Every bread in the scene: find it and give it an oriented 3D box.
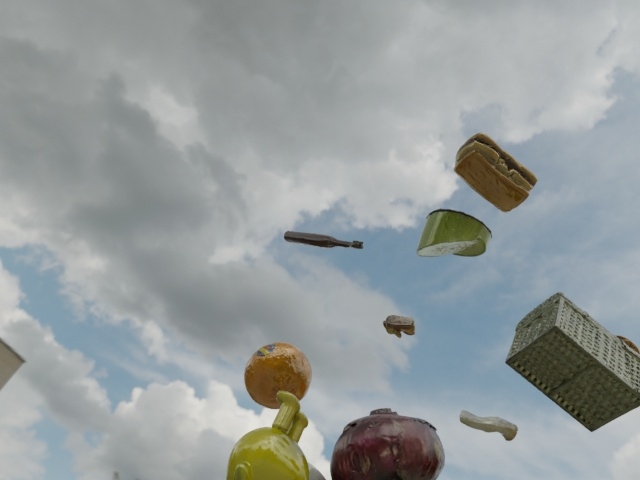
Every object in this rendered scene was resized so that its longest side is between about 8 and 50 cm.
[{"bbox_3d":[0.417,-0.161,1.290,0.200,0.077,0.116,40,-29,1],"label":"bread"},{"bbox_3d":[0.823,0.316,1.468,0.110,0.109,0.024,-17,-26,32],"label":"bread"}]

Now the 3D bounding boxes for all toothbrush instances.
[{"bbox_3d":[0.000,0.001,1.412,0.041,0.041,0.364,51,-21,-24],"label":"toothbrush"}]

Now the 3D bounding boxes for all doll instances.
[{"bbox_3d":[-0.104,0.439,0.887,0.145,0.362,0.199,0,-49,28],"label":"doll"}]

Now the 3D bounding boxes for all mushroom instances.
[{"bbox_3d":[0.533,0.590,1.703,0.202,0.059,0.054,17,-69,-8],"label":"mushroom"}]

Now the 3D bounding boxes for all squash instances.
[{"bbox_3d":[0.420,0.002,1.651,0.220,0.133,0.220,15,-21,6],"label":"squash"}]

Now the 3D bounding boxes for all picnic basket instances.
[{"bbox_3d":[0.470,0.212,0.977,0.196,0.154,0.134,39,-51,8],"label":"picnic basket"}]

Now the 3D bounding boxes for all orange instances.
[{"bbox_3d":[-0.135,0.437,1.716,0.193,0.219,0.219,22,-34,51],"label":"orange"}]

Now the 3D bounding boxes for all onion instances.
[{"bbox_3d":[0.140,0.456,1.130,0.247,0.190,0.246,-8,-29,-4],"label":"onion"}]

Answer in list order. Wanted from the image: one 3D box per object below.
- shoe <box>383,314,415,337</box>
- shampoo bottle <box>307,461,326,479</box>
[{"bbox_3d":[0.269,0.296,1.809,0.109,0.072,0.069,-13,-55,12],"label":"shoe"},{"bbox_3d":[-0.106,0.574,1.032,0.092,0.303,0.092,25,-45,27],"label":"shampoo bottle"}]
